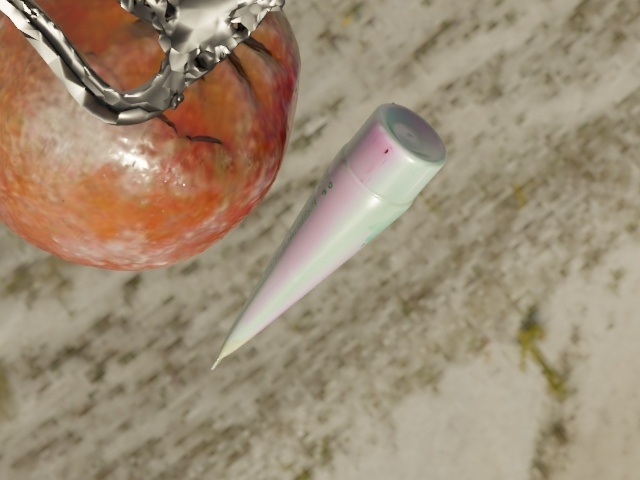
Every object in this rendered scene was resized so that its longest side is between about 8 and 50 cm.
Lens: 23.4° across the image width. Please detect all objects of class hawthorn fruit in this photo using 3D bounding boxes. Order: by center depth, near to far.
[{"bbox_3d":[-0.098,-0.065,0.756,0.173,0.173,0.173,-38,175,-4],"label":"hawthorn fruit"}]

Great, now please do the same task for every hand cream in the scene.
[{"bbox_3d":[0.000,0.000,0.843,0.174,0.047,0.076,-49,180,31],"label":"hand cream"}]

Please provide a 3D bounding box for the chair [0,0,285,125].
[{"bbox_3d":[-0.101,-0.126,0.456,0.106,0.229,0.113,-42,-162,11],"label":"chair"}]
